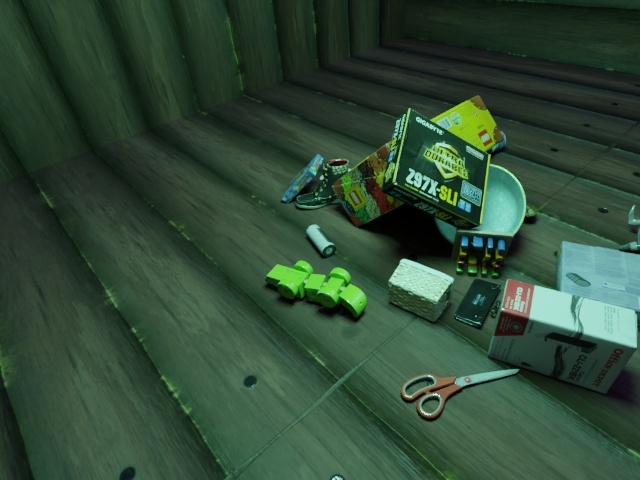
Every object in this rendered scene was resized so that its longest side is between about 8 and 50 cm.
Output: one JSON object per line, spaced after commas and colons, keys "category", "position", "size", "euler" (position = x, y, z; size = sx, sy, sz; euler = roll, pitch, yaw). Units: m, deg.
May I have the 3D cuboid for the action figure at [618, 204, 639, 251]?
{"category": "action figure", "position": [1.144, -0.004, 1.278], "size": [0.330, 0.179, 0.341], "euler": [21, 19, 20]}

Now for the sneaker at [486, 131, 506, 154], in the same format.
{"category": "sneaker", "position": [0.658, -0.458, 1.868], "size": [0.315, 0.127, 0.182], "euler": [25, 46, 30]}

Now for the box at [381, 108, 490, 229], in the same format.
{"category": "box", "position": [0.352, -0.205, 1.226], "size": [0.322, 0.079, 0.257], "euler": [23, 71, -19]}

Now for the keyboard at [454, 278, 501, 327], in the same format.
{"category": "keyboard", "position": [0.474, 0.184, 1.198], "size": [0.108, 0.023, 0.180], "euler": [16, 45, 34]}

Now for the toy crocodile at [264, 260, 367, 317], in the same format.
{"category": "toy crocodile", "position": [-0.019, 0.146, 1.259], "size": [0.340, 0.105, 0.115], "euler": [10, 42, 26]}

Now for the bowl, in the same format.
{"category": "bowl", "position": [0.550, -0.100, 1.399], "size": [0.289, 0.289, 0.156], "euler": [24, 5, 31]}

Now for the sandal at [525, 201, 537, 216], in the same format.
{"category": "sandal", "position": [0.726, -0.117, 1.514], "size": [0.072, 0.049, 0.180], "euler": [-10, 24, -13]}

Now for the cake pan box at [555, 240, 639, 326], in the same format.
{"category": "cake pan box", "position": [0.837, 0.120, 1.191], "size": [0.266, 0.070, 0.246], "euler": [12, 45, 21]}

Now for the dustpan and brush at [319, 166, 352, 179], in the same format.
{"category": "dustpan and brush", "position": [0.058, -0.298, 1.805], "size": [0.147, 0.060, 0.211], "euler": [18, 45, 27]}

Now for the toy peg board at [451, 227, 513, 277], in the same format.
{"category": "toy peg board", "position": [0.494, 0.046, 1.266], "size": [0.161, 0.161, 0.079], "euler": [5, 56, 14]}

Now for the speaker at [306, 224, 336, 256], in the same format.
{"category": "speaker", "position": [0.000, 0.000, 1.457], "size": [0.055, 0.055, 0.136], "euler": [-21, 41, -17]}

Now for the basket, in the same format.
{"category": "basket", "position": [0.288, 0.147, 1.198], "size": [0.167, 0.113, 0.103], "euler": [23, 52, 31]}

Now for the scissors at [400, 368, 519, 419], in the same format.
{"category": "scissors", "position": [0.343, 0.344, 1.019], "size": [0.297, 0.021, 0.109], "euler": [-21, 40, -15]}

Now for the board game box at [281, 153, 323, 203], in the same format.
{"category": "board game box", "position": [-0.076, -0.252, 1.684], "size": [0.035, 0.201, 0.136], "euler": [38, 41, -15]}

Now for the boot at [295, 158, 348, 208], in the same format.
{"category": "boot", "position": [0.009, -0.226, 1.630], "size": [0.236, 0.179, 0.085], "euler": [-10, 40, -6]}

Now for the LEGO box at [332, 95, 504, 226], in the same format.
{"category": "LEGO box", "position": [0.347, -0.282, 1.495], "size": [0.500, 0.193, 0.372], "euler": [-32, 2, -28]}

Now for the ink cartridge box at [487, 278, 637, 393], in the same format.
{"category": "ink cartridge box", "position": [0.570, 0.229, 0.990], "size": [0.272, 0.197, 0.114], "euler": [14, 45, 23]}
